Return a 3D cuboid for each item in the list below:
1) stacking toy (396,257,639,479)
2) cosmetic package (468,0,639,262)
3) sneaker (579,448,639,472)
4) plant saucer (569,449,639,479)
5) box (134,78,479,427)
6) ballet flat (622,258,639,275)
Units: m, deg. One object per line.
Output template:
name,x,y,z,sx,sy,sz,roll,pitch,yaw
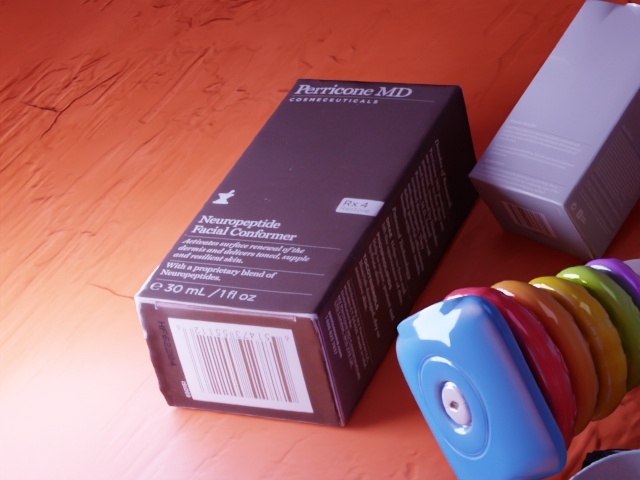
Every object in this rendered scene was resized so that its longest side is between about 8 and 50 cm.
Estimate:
stacking toy,0.229,0.079,1.653,0.302,0.165,0.175,-24,-5,-26
cosmetic package,0.267,-0.112,1.917,0.127,0.107,0.238,22,67,43
sneaker,0.314,0.224,1.514,0.271,0.100,0.108,15,16,42
plant saucer,0.243,0.254,1.464,0.195,0.037,0.195,-13,68,35
box,0.000,0.000,1.890,0.191,0.143,0.381,4,36,25
ballet flat,0.244,0.069,1.755,0.231,0.077,0.077,-24,30,-13
